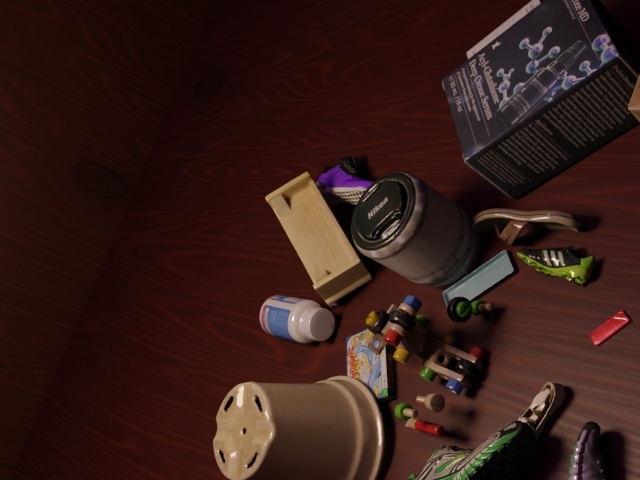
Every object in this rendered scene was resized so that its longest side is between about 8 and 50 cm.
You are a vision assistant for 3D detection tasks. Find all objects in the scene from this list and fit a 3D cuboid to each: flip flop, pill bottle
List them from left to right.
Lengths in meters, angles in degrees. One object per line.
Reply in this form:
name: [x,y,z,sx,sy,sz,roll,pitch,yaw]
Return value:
pill bottle: [-0.064,0.225,2.144,0.221,0.124,0.124,5,71,52]
flip flop: [0.457,-0.025,1.709,0.277,0.112,0.080,4,84,46]

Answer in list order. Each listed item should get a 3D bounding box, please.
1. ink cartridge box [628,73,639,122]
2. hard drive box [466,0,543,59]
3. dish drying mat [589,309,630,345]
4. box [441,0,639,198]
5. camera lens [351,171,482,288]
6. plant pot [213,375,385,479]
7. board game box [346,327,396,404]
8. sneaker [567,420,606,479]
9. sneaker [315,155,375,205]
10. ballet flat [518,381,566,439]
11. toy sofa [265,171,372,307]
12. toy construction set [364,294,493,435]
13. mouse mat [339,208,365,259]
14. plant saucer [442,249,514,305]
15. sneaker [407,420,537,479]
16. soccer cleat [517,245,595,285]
ink cartridge box: [0.718,-0.314,1.493,0.088,0.193,0.234,12,77,51]
hard drive box: [0.507,-0.478,1.948,0.232,0.089,0.181,-35,43,31]
dish drying mat: [0.572,0.173,1.503,0.083,0.008,0.032,-44,40,22]
box: [0.515,-0.340,1.744,0.395,0.212,0.293,-35,42,30]
camera lens: [0.228,-0.022,1.825,0.219,0.274,0.219,-29,47,37]
plant pot: [-0.072,0.467,1.801,0.334,0.305,0.334,-24,57,44]
board game box: [0.126,0.321,1.924,0.136,0.035,0.201,-30,47,36]
sneaker: [0.499,0.447,1.373,0.098,0.083,0.223,11,77,29]
sneaker: [0.088,-0.185,2.252,0.293,0.102,0.146,6,71,52]
ballet flat: [0.426,0.352,1.523,0.168,0.052,0.057,-58,37,5]
toy sofa: [0.000,0.000,2.150,0.150,0.177,0.362,-32,58,3]
toy construction set: [0.214,0.273,1.735,0.237,0.257,0.309,166,115,-66]
mouse mat: [0.079,0.007,2.217,0.152,0.007,0.189,-43,40,23]
plant saucer: [0.373,0.100,1.787,0.192,0.018,0.067,-40,41,28]
sneaker: [0.288,0.462,1.543,0.343,0.134,0.146,-45,37,27]
soccer cleat: [0.508,0.042,1.634,0.179,0.060,0.072,22,75,48]
